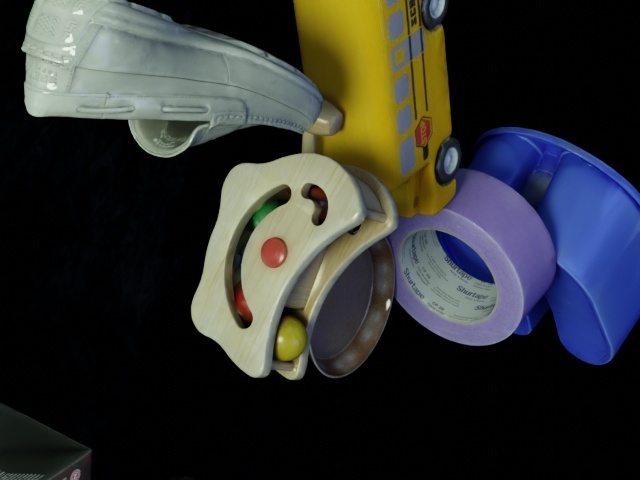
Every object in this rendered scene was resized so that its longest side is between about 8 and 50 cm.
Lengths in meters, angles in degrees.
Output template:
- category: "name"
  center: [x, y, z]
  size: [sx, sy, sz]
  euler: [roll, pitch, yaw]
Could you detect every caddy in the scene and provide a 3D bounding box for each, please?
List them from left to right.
- category: "caddy"
  center: [0.292, -0.003, 1.696]
  size: [0.179, 0.241, 0.341]
  euler: [-57, 145, -18]

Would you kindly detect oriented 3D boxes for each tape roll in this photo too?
- category: "tape roll"
  center: [0.161, 0.019, 1.550]
  size: [0.080, 0.189, 0.189]
  euler: [-45, 138, -39]

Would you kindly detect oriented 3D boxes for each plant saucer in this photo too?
- category: "plant saucer"
  center: [0.026, 0.065, 1.512]
  size: [0.168, 0.029, 0.169]
  euler: [-30, 128, -48]

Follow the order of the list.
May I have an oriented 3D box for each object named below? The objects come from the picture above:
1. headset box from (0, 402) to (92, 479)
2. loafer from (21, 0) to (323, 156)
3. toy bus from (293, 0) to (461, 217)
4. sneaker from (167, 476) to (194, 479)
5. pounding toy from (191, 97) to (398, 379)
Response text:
- category: "headset box"
  center: [-0.283, 0.302, 1.036]
  size: [0.218, 0.110, 0.293]
  euler: [-30, 134, -51]
- category: "loafer"
  center: [-0.118, -0.123, 1.144]
  size: [0.319, 0.112, 0.112]
  euler: [11, 99, -50]
- category: "toy bus"
  center: [0.056, -0.168, 1.381]
  size: [0.130, 0.108, 0.333]
  euler: [-41, 135, -40]
- category: "sneaker"
  center: [-0.121, 0.265, 1.337]
  size: [0.170, 0.063, 0.075]
  euler: [11, 100, -53]
- category: "pounding toy"
  center: [0.000, 0.000, 1.325]
  size: [0.155, 0.154, 0.270]
  euler: [13, 92, -58]
